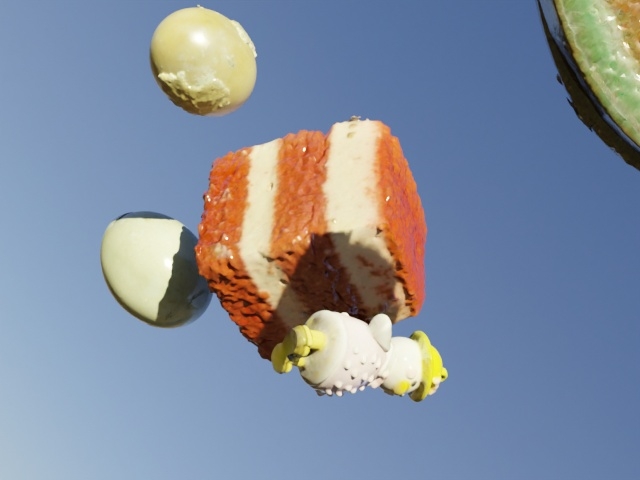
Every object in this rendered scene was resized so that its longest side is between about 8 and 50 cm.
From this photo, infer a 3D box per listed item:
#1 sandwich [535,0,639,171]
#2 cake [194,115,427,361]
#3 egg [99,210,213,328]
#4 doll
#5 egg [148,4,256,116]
[{"bbox_3d":[0.320,-0.185,1.034,0.109,0.212,0.292,-58,134,-78],"label":"sandwich"},{"bbox_3d":[0.000,0.000,1.748,0.319,0.270,0.270,-14,-47,16],"label":"cake"},{"bbox_3d":[-0.300,0.051,1.991,0.253,0.186,0.187,43,-28,23],"label":"egg"},{"bbox_3d":[0.046,0.122,1.108,0.129,0.207,0.081,-51,-140,35],"label":"doll"},{"bbox_3d":[-0.182,-0.274,1.705,0.164,0.164,0.201,37,-4,33],"label":"egg"}]
